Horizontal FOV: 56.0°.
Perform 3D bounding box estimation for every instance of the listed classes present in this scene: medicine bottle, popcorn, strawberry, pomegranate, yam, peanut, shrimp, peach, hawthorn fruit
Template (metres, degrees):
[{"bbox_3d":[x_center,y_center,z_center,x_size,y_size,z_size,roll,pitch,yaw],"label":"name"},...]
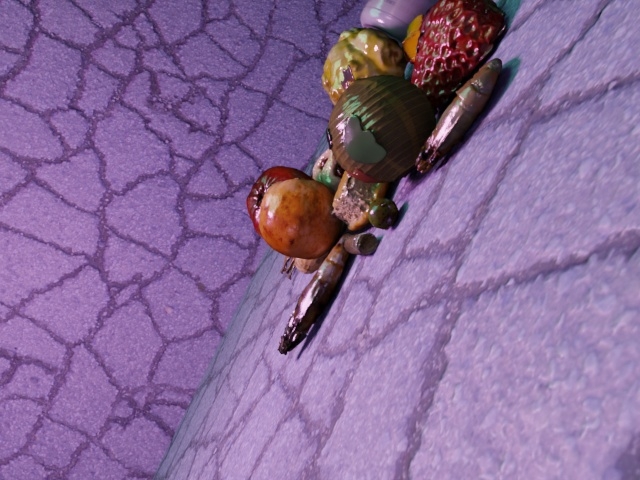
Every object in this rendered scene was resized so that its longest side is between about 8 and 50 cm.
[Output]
[{"bbox_3d":[0.302,-0.808,2.011,0.306,0.245,0.245,-60,10,8],"label":"medicine bottle"},{"bbox_3d":[0.149,-0.518,1.933,0.312,0.312,0.312,-59,10,18],"label":"popcorn"},{"bbox_3d":[0.295,-0.465,1.410,0.280,0.150,0.253,-50,15,44],"label":"strawberry"},{"bbox_3d":[0.140,-0.052,1.335,0.073,0.073,0.084,-83,-14,-64],"label":"pomegranate"},{"bbox_3d":[-0.052,-0.064,1.637,0.248,0.248,0.248,-59,10,18],"label":"pomegranate"},{"bbox_3d":[0.093,0.008,1.426,0.054,0.054,0.132,-63,10,-6],"label":"yam"},{"bbox_3d":[0.000,0.000,1.797,0.103,0.098,0.229,39,104,42],"label":"peanut"},{"bbox_3d":[-0.012,0.135,1.594,0.364,0.071,0.233,-60,4,-2],"label":"shrimp"},{"bbox_3d":[0.311,-0.610,1.811,0.151,0.119,0.151,4,-90,-68],"label":"peach"},{"bbox_3d":[-0.082,-0.089,1.923,0.254,0.300,0.254,-21,55,34],"label":"hawthorn fruit"},{"bbox_3d":[0.270,-0.244,1.195,0.267,0.061,0.145,-61,1,25],"label":"shrimp"}]

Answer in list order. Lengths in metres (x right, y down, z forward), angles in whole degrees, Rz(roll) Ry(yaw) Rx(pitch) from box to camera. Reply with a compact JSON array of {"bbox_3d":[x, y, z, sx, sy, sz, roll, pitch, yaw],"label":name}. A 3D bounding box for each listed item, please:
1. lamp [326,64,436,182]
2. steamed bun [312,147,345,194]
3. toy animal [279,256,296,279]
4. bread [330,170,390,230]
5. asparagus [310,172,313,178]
[{"bbox_3d":[0.122,-0.268,1.346,0.250,0.284,0.250,-34,-3,-2],"label":"lamp"},{"bbox_3d":[0.049,-0.206,1.987,0.172,0.141,0.155,-45,24,48],"label":"steamed bun"},{"bbox_3d":[-0.079,0.034,2.231,0.275,0.054,0.149,-55,15,32],"label":"toy animal"},{"bbox_3d":[0.114,-0.149,1.545,0.174,0.121,0.245,118,172,-66],"label":"bread"},{"bbox_3d":[0.062,-0.287,2.205,0.128,0.108,0.382,-16,-31,-50],"label":"asparagus"}]
